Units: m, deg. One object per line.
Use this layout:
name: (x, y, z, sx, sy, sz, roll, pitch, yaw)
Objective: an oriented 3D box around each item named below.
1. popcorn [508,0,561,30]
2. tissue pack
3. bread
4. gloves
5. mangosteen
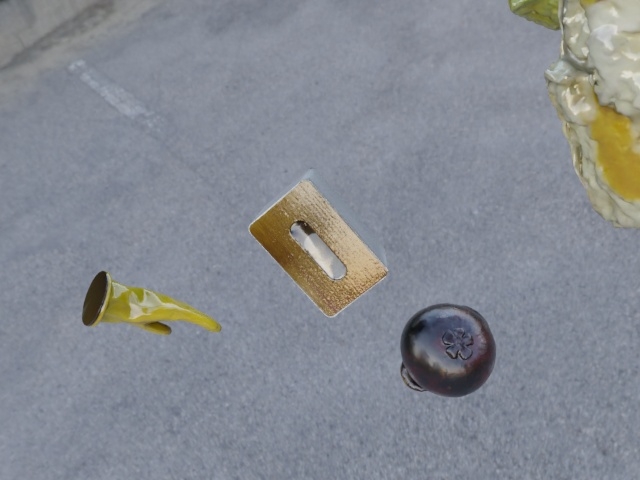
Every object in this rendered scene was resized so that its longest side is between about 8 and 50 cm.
popcorn: (0.455, -0.503, 1.116, 0.254, 0.195, 0.256, -26, 77, 11)
tissue pack: (0.001, -0.001, 1.210, 0.159, 0.246, 0.136, -40, 11, 15)
bread: (0.461, -0.198, 0.593, 0.394, 0.361, 0.250, -31, 25, -5)
gloves: (-0.343, 0.159, 1.302, 0.133, 0.294, 0.116, 25, 93, 55)
mangosteen: (0.261, 0.227, 1.258, 0.209, 0.210, 0.210, -7, 42, 7)
